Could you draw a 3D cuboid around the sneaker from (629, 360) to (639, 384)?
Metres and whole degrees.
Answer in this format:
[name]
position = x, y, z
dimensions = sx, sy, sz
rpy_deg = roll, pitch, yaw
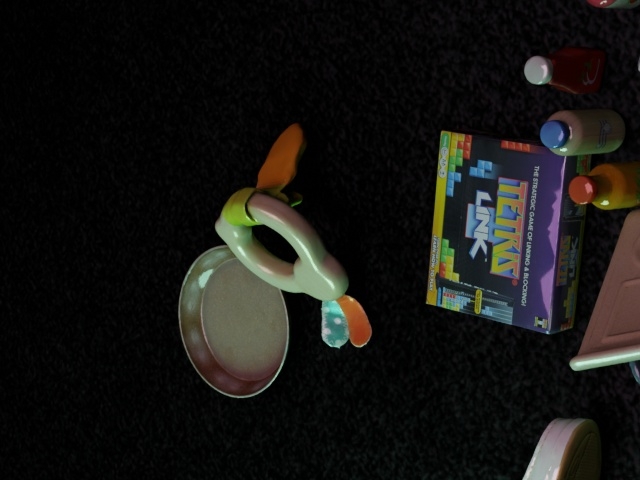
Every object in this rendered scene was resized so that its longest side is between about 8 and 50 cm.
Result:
[sneaker]
position = 0.377, 0.105, 1.135
dimensions = 0.300, 0.121, 0.111
rpy_deg = -3, 94, 42

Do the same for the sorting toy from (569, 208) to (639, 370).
[sorting toy]
position = 0.309, 0.024, 1.151
dimensions = 0.193, 0.208, 0.038
rpy_deg = -16, 120, 41

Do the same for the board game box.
[board game box]
position = 0.172, -0.011, 1.350
dimensions = 0.141, 0.048, 0.170
rpy_deg = 12, 103, 41

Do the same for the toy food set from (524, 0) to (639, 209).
[toy food set]
position = 0.244, -0.147, 1.232
dimensions = 0.111, 0.104, 0.232
rpy_deg = 24, 110, 37

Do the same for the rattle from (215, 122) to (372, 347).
[rattle]
position = 0.000, 0.000, 1.518
dimensions = 0.200, 0.143, 0.130
rpy_deg = 36, 133, 1

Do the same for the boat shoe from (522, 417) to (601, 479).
[boat shoe]
position = 0.180, 0.276, 1.345
dimensions = 0.096, 0.098, 0.277
rpy_deg = 28, 114, 35

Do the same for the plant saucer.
[plant saucer]
position = -0.089, 0.088, 1.604
dimensions = 0.168, 0.029, 0.168
rpy_deg = 6, 99, 42
